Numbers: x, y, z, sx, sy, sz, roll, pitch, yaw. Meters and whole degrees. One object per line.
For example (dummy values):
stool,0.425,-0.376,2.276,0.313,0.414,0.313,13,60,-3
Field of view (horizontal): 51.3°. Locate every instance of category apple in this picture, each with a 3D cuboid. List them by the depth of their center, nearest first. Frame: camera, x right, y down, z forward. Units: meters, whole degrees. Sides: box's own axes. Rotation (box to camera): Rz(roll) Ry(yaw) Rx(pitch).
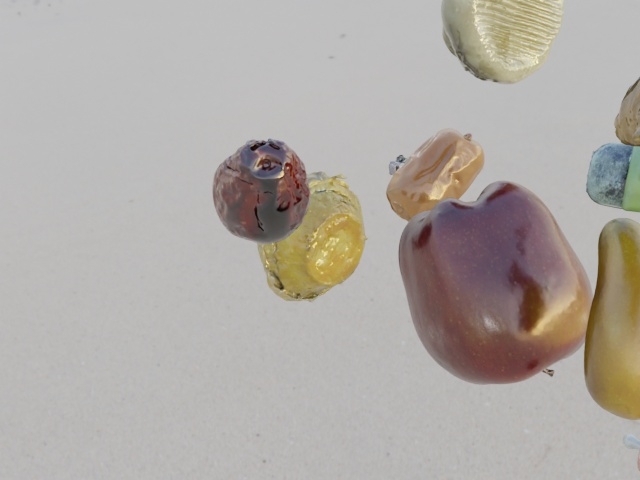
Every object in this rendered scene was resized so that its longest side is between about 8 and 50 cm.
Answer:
apple,0.271,0.077,1.036,0.288,0.317,0.288,-21,-4,-2

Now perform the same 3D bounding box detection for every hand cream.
hand cream,0.363,-0.059,0.672,0.175,0.095,0.046,10,-9,25

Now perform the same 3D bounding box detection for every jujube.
jujube,-0.097,-0.086,1.101,0.168,0.236,0.168,2,71,-7

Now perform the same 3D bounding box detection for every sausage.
sausage,0.253,-0.140,1.447,0.241,0.136,0.120,-44,23,-10

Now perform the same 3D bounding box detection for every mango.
mango,0.352,0.087,0.756,0.099,0.136,0.227,-6,70,34

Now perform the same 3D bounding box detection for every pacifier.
pacifier,0.619,0.400,1.279,0.099,0.081,0.078,-31,29,-33

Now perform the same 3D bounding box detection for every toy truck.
toy truck,0.214,-0.197,1.753,0.044,0.039,0.083,11,28,29

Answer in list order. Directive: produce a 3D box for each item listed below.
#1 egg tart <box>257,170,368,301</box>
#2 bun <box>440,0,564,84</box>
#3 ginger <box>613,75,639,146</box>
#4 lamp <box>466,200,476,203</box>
egg tart,0.000,0.000,1.864,0.388,0.388,0.169,-27,31,-34
bun,0.282,-0.364,1.086,0.231,0.231,0.133,-19,23,-26
ginger,0.302,-0.102,0.483,0.148,0.081,0.334,-24,21,17
lamp,0.386,-0.016,1.625,0.182,0.182,0.140,12,37,18
